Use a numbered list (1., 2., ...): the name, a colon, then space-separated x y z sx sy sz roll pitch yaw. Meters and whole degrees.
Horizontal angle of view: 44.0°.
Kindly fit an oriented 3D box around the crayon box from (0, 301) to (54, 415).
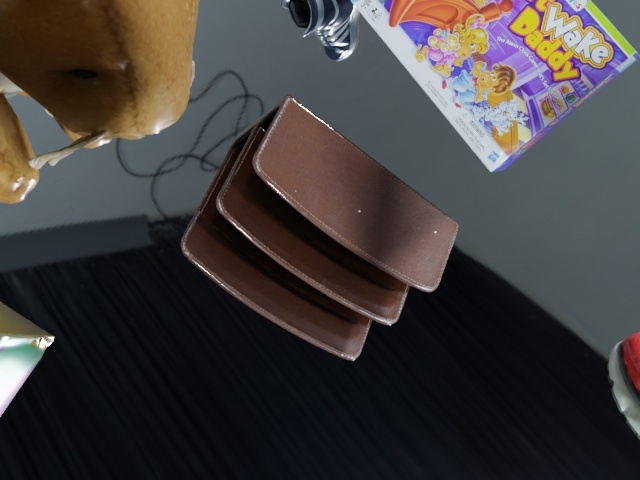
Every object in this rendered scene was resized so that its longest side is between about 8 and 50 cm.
1. crayon box: -0.269 -0.025 0.164 0.106 0.313 0.363 -59 176 -6

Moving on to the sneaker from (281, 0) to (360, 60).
1. sneaker: 0.000 -0.441 1.611 0.153 0.099 0.282 -29 166 -16

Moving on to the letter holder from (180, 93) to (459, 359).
1. letter holder: 0.000 0.000 1.042 0.152 0.302 0.214 -26 -145 54

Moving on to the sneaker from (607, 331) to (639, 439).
1. sneaker: 0.328 0.144 0.622 0.107 0.279 0.118 32 107 -17

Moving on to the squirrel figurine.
1. squirrel figurine: -0.254 -0.220 0.559 0.281 0.371 0.396 -32 118 -41

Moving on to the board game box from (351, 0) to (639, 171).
1. board game box: 0.220 -0.300 1.075 0.233 0.347 0.078 -42 169 24

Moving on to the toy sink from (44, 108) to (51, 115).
1. toy sink: -0.337 -0.296 1.100 0.234 0.131 0.152 -43 149 -42
